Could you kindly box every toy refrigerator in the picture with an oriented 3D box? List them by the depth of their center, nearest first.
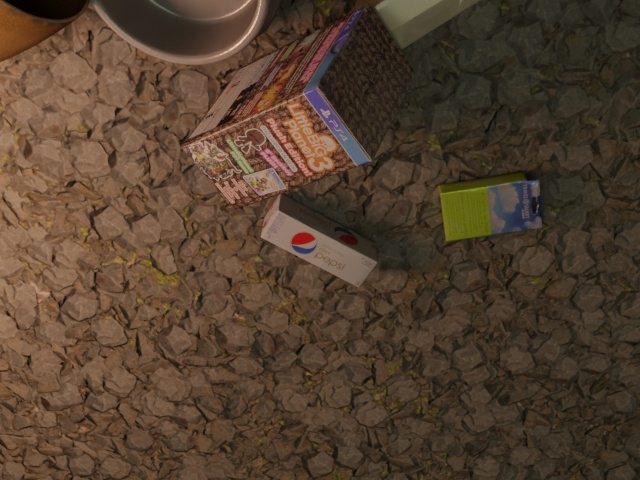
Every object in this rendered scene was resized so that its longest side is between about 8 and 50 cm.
[{"bbox_3d":[0.193,-0.402,1.397,0.269,0.102,0.094,-30,115,17],"label":"toy refrigerator"}]

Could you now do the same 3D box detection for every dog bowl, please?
[{"bbox_3d":[-0.211,-0.420,1.336,0.349,0.102,0.348,10,135,10],"label":"dog bowl"}]

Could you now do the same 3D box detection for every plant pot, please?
[{"bbox_3d":[-0.531,-0.375,1.380,0.254,0.237,0.237,-29,117,34],"label":"plant pot"}]

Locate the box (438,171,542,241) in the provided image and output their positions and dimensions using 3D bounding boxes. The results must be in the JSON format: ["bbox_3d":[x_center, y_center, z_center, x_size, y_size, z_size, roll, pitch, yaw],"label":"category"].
[{"bbox_3d":[0.313,-0.063,1.628,0.178,0.042,0.109,-8,121,6],"label":"box"}]

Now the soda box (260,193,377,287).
[{"bbox_3d":[0.000,0.000,1.654,0.216,0.074,0.069,28,117,-14],"label":"soda box"}]

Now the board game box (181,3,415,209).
[{"bbox_3d":[-0.033,-0.205,1.389,0.291,0.232,0.141,-16,123,39],"label":"board game box"}]
